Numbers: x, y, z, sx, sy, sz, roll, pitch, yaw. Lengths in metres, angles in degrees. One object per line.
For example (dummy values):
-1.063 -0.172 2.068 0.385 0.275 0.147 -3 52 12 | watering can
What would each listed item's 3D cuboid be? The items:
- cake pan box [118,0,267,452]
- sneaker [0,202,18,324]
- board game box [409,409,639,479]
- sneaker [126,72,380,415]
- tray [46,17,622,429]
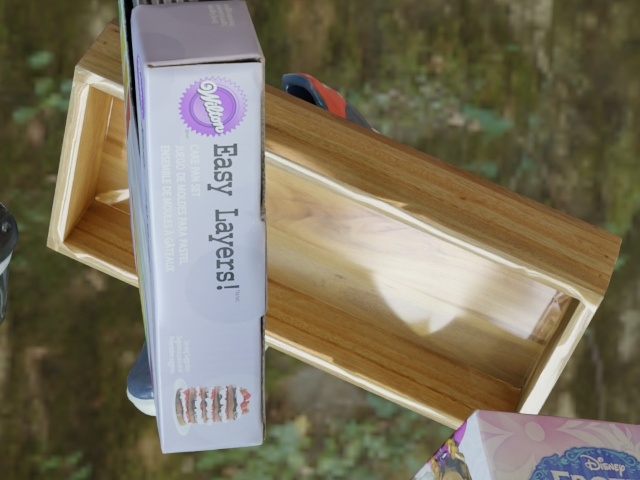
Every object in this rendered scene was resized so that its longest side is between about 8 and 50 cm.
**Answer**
-0.078 -0.052 0.954 0.070 0.267 0.246 -6 -144 -10 | cake pan box
-0.264 -0.014 0.934 0.234 0.106 0.078 31 -126 23 | sneaker
0.143 0.202 0.819 0.318 0.066 0.318 8 140 -26 | board game box
-0.084 -0.008 1.484 0.131 0.350 0.148 10 147 48 | sneaker
0.000 0.000 1.250 0.411 0.203 0.076 23 -133 4 | tray
